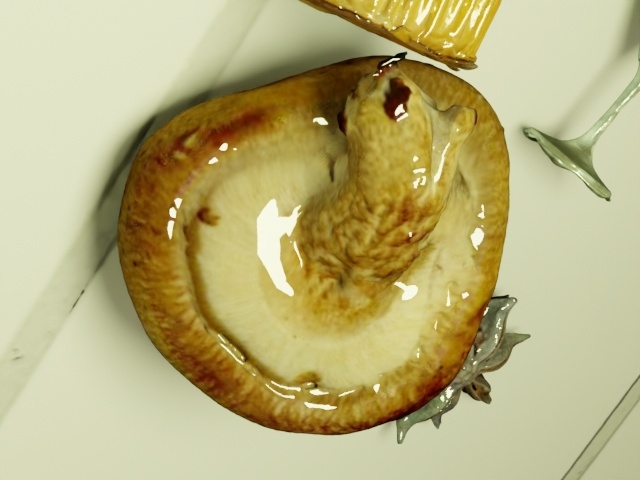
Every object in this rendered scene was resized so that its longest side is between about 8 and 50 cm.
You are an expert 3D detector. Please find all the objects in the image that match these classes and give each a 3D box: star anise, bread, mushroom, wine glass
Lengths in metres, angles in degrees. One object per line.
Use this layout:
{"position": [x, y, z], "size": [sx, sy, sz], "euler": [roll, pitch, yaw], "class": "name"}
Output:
{"position": [0.162, 0.144, 1.484], "size": [0.180, 0.061, 0.205], "euler": [6, 118, -44], "class": "star anise"}
{"position": [0.050, -0.213, 1.004], "size": [0.199, 0.199, 0.104], "euler": [15, 103, -46], "class": "bread"}
{"position": [0.000, 0.000, 1.052], "size": [0.345, 0.259, 0.346], "euler": [-1, 101, -7], "class": "mushroom"}
{"position": [0.324, -0.162, 1.314], "size": [0.232, 0.156, 0.156], "euler": [-51, 140, 10], "class": "wine glass"}
